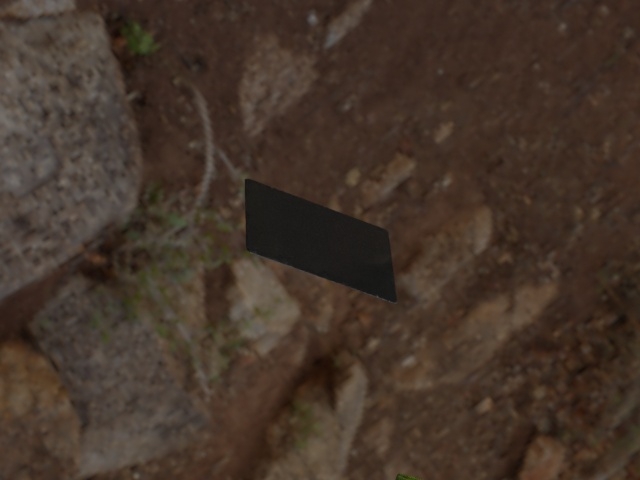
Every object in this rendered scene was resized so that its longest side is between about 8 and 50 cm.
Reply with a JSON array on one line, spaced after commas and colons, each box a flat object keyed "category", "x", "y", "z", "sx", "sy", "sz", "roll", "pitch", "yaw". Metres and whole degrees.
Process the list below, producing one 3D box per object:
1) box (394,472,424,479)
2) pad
[{"category": "box", "x": 0.205, "y": 0.257, "z": 1.023, "sx": 0.187, "sy": 0.335, "sz": 0.047, "roll": 92, "pitch": 14, "yaw": -66}, {"category": "pad", "x": 0.000, "y": 0.000, "z": 1.751, "sx": 0.211, "sy": 0.143, "sz": 0.003, "roll": 21, "pitch": 127, "yaw": -21}]
